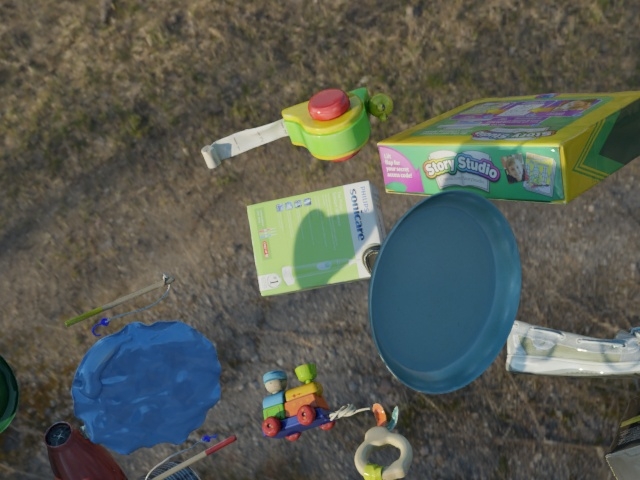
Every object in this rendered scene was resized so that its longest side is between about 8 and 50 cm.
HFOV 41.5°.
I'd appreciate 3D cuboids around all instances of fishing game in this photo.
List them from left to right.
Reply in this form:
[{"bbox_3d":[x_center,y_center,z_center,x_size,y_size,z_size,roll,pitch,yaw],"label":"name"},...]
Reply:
[{"bbox_3d":[-0.215,0.181,1.046,0.189,0.264,0.041,-27,27,-14],"label":"fishing game"}]

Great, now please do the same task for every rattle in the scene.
[{"bbox_3d":[0.150,0.474,1.844,0.130,0.142,0.199,-29,25,12],"label":"rattle"}]

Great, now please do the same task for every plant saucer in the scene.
[{"bbox_3d":[0.190,0.078,1.310,0.317,0.317,0.044,-50,32,-18],"label":"plant saucer"}]

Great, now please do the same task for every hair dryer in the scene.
[{"bbox_3d":[-0.257,0.350,1.070,0.080,0.223,0.293,-34,99,-22],"label":"hair dryer"}]

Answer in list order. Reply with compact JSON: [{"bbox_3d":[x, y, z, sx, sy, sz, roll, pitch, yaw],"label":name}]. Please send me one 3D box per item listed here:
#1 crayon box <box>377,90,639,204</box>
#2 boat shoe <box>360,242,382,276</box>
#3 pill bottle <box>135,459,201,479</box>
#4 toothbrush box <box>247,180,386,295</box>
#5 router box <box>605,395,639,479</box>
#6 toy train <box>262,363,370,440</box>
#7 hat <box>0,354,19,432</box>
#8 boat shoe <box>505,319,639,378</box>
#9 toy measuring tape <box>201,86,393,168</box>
[{"bbox_3d":[0.339,-0.167,1.466,0.363,0.106,0.313,7,27,46],"label":"crayon box"},{"bbox_3d":[0.172,0.090,1.616,0.228,0.068,0.081,38,104,-9],"label":"boat shoe"},{"bbox_3d":[-0.307,0.468,1.366,0.130,0.130,0.246,33,37,29],"label":"pill bottle"},{"bbox_3d":[0.000,0.000,1.874,0.283,0.122,0.206,-12,84,13],"label":"toothbrush box"},{"bbox_3d":[0.613,0.271,1.287,0.309,0.243,0.081,-28,87,31],"label":"router box"},{"bbox_3d":[-0.014,0.324,1.784,0.248,0.105,0.143,-23,62,23],"label":"toy train"},{"bbox_3d":[-0.608,0.260,1.395,0.173,0.183,0.208,-26,97,-9],"label":"hat"},{"bbox_3d":[0.483,0.187,1.471,0.320,0.118,0.103,-4,77,29],"label":"boat shoe"},{"bbox_3d":[-0.035,-0.168,1.391,0.330,0.121,0.121,-19,56,3],"label":"toy measuring tape"}]
